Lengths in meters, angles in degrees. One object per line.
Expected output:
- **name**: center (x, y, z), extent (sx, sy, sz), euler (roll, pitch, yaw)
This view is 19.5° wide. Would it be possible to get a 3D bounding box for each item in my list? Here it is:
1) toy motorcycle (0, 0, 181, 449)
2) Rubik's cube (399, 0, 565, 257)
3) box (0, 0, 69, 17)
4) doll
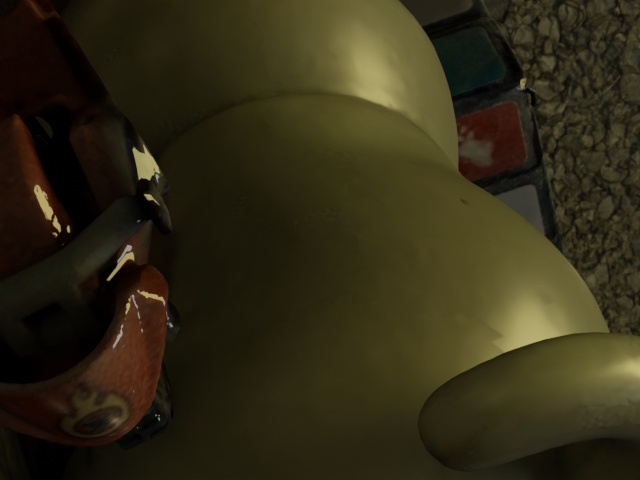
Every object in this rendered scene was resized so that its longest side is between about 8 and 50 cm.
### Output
- **toy motorcycle**: center (-0.095, -0.026, 0.526), extent (0.212, 0.084, 0.118), euler (63, 3, -14)
- **Rubik's cube**: center (0.036, -0.090, 1.960), extent (0.363, 0.359, 0.362), euler (-108, 177, -49)
- **box**: center (-0.142, -0.174, 0.917), extent (0.215, 0.086, 0.215), euler (-109, 180, -48)
- **doll**: center (-0.012, 0.028, 0.732), extent (0.215, 0.226, 0.370), euler (29, 19, -40)
